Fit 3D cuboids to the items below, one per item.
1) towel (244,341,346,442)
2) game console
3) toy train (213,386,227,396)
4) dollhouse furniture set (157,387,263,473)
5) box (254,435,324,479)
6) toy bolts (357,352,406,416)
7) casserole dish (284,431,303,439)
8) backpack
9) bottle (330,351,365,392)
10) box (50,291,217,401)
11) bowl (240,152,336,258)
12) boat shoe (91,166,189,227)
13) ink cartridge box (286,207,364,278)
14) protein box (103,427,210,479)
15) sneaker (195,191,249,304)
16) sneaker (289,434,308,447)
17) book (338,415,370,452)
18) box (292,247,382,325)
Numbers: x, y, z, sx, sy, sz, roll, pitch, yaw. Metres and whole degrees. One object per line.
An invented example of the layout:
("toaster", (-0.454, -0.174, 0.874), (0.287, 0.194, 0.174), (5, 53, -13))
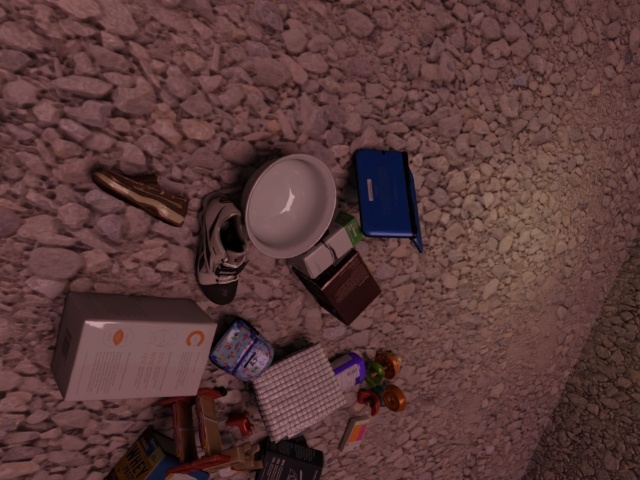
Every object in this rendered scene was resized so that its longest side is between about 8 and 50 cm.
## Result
("towel", (-0.085, 0.484, 1.843), (0.283, 0.121, 0.235), (-21, 89, -29))
("game console", (0.221, -0.119, 1.821), (0.250, 0.173, 0.293), (1, 68, -12))
("toy train", (-0.353, 0.469, 1.742), (0.158, 0.036, 0.027), (3, 108, -38))
("dollhouse furniture set", (-0.318, 0.582, 1.708), (0.152, 0.201, 0.374), (-18, 153, 7))
("box", (-0.106, 0.785, 1.962), (0.207, 0.108, 0.153), (19, 100, -4))
("toy bolts", (0.265, 0.558, 2.165), (0.158, 0.218, 0.229), (-17, 138, -38))
("casserole dish", (-0.078, 0.632, 1.973), (0.114, 0.037, 0.188), (3, 135, -39))
("backpack", (-0.225, 0.333, 1.686), (0.173, 0.117, 0.158), (42, 81, -6))
("bottle", (0.027, 0.498, 2.009), (0.282, 0.092, 0.118), (-24, 124, -27))
("box", (-0.475, 0.270, 1.473), (0.345, 0.168, 0.215), (10, 103, -39))
("bowl", (-0.111, -0.110, 1.601), (0.297, 0.134, 0.298), (-17, 120, -33))
("boat shoe", (-0.428, -0.125, 1.394), (0.257, 0.095, 0.095), (35, 73, -47))
("ink cartridge box", (0.000, 0.000, 1.726), (0.208, 0.153, 0.087), (-39, 128, -18))
("protein box", (-0.478, 0.698, 1.683), (0.200, 0.136, 0.201), (-50, 131, -8))
("sneaker", (-0.260, 0.048, 1.556), (0.122, 0.146, 0.331), (-17, 121, -32))
("sneaker", (-0.054, 0.805, 2.068), (0.083, 0.118, 0.222), (-21, 121, -29))
("book", (0.135, 0.760, 2.252), (0.096, 0.035, 0.144), (11, 103, -43))
("box", (0.055, 0.124, 1.812), (0.167, 0.168, 0.203), (-45, 129, -13))
